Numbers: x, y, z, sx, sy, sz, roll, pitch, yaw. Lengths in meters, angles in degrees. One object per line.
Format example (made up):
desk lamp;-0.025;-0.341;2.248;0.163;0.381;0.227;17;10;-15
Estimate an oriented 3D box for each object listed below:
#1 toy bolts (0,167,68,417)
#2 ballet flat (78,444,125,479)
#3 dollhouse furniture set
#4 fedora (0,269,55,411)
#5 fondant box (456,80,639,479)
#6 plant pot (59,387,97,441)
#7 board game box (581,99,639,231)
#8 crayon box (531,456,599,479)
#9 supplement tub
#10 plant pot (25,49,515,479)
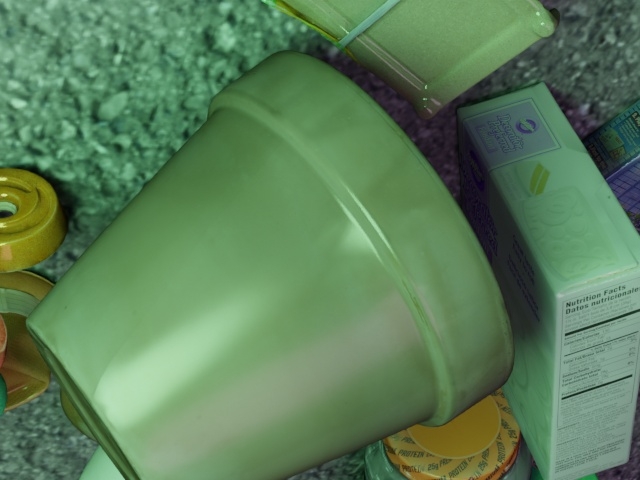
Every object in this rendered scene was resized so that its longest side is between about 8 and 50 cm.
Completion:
toy bolts;-0.294;0.073;1.015;0.218;0.228;0.158;-16;140;-20
ballet flat;-0.086;0.142;1.230;0.400;0.139;0.139;-27;140;-1
dollhouse furniture set;0.126;-0.257;0.965;0.197;0.151;0.301;36;133;-24
fedora;-0.311;0.108;1.153;0.194;0.079;0.194;-14;140;-12
fondant box;0.218;0.050;1.213;0.096;0.238;0.330;-16;140;-6
plant pot;-0.152;0.154;1.316;0.236;0.032;0.236;-13;140;-11
board game box;0.362;-0.091;1.264;0.194;0.060;0.194;19;126;-39
crayon box;0.329;0.370;1.559;0.081;0.278;0.165;-25;164;1
supplement tub;0.147;0.301;1.495;0.194;0.193;0.316;-14;140;-10
plant pot;-0.059;0.059;0.972;0.280;0.323;0.323;-34;143;-17
